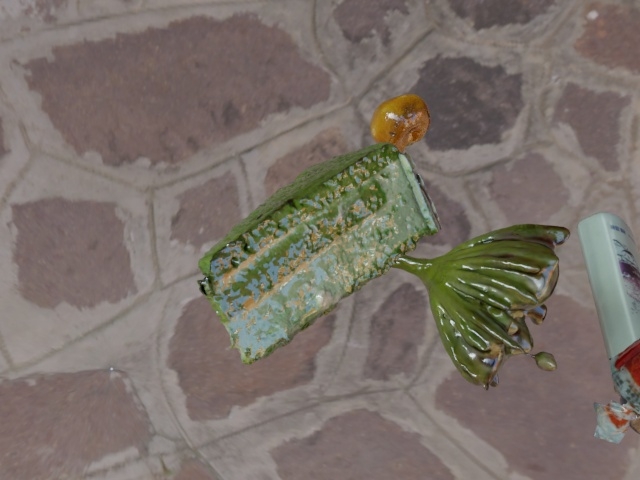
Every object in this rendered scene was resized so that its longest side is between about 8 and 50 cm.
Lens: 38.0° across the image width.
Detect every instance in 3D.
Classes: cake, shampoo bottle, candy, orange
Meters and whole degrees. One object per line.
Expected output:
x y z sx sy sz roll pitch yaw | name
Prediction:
-0.019 0.010 0.768 0.235 0.099 0.100 -36 107 -35 | cake
0.472 0.125 1.408 0.134 0.078 0.359 38 36 -35 | shampoo bottle
0.389 0.113 0.980 0.086 0.059 0.292 49 118 14 | candy
0.101 -0.157 1.218 0.086 0.086 0.062 -38 65 -15 | orange

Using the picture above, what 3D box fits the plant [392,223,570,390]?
0.156 0.030 1.189 0.334 0.180 0.251 32 48 4 | plant
